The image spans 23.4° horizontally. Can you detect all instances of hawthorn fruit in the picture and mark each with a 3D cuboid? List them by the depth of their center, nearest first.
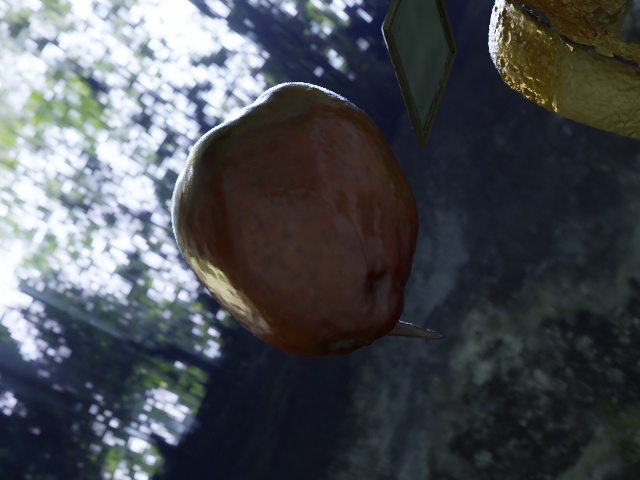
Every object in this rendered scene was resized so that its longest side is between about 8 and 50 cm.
[{"bbox_3d":[0.000,0.000,1.337,0.210,0.210,0.262,-45,-106,11],"label":"hawthorn fruit"}]

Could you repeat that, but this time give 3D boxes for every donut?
[{"bbox_3d":[0.176,-0.125,1.020,0.181,0.146,0.078,58,-46,48],"label":"donut"}]

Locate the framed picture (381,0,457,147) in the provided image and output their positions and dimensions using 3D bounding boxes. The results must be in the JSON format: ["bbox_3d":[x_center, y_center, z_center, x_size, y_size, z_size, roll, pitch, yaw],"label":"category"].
[{"bbox_3d":[0.105,-0.208,1.605,0.010,0.201,0.136,9,-119,22],"label":"framed picture"}]
